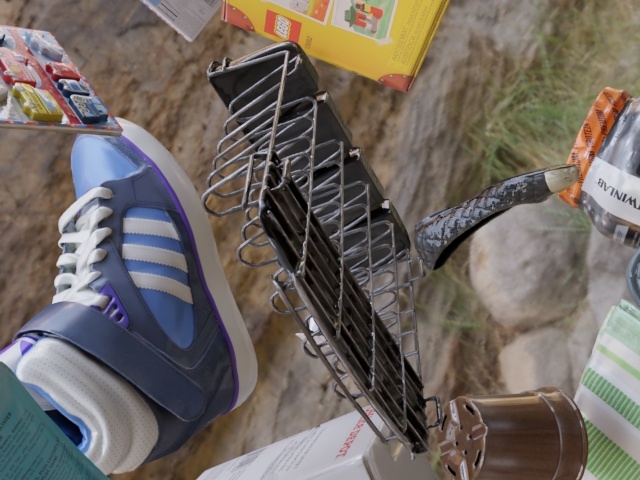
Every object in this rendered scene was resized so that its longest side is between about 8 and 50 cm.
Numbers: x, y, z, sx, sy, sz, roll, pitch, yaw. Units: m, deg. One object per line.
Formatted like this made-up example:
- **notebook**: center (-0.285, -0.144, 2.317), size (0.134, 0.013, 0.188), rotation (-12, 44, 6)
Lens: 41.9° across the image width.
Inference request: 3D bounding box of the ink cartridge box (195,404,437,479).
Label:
- **ink cartridge box**: center (-0.027, 0.287, 0.893), size (0.272, 0.114, 0.197), rotation (-26, 0, 17)

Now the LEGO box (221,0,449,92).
- **LEGO box**: center (0.053, -0.498, 1.326), size (0.500, 0.372, 0.193), rotation (112, -179, -67)

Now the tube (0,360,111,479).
- **tube**: center (-0.164, 0.149, 0.495), size (0.207, 0.052, 0.080), rotation (74, -146, -56)

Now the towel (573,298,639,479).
- **towel**: center (0.482, 0.284, 1.256), size (0.038, 0.248, 0.325), rotation (-8, -56, -32)

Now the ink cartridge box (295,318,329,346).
- **ink cartridge box**: center (0.020, 0.100, 0.946), size (0.048, 0.083, 0.028), rotation (44, -132, -53)

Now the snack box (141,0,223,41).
- **snack box**: center (-0.205, -0.322, 1.003), size (0.064, 0.178, 0.022), rotation (-52, 19, -3)

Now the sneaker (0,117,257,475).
- **sneaker**: center (-0.209, 0.045, 0.738), size (0.236, 0.323, 0.130), rotation (-19, -10, -47)

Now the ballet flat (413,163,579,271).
- **ballet flat**: center (0.159, -0.024, 0.756), size (0.173, 0.049, 0.057), rotation (-29, -12, 38)

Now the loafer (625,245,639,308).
- **loafer**: center (0.353, -0.027, 0.614), size (0.267, 0.096, 0.084), rotation (-34, -20, 24)

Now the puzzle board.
- **puzzle board**: center (-0.190, -0.105, 0.516), size (0.096, 0.128, 0.011), rotation (-1, -52, -43)

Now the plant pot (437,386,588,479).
- **plant pot**: center (0.272, 0.296, 1.226), size (0.167, 0.165, 0.167), rotation (-173, 90, -67)

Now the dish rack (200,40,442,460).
- **dish rack**: center (0.000, 0.000, 0.522), size (0.074, 0.208, 0.272), rotation (-26, 28, 16)

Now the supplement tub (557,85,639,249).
- **supplement tub**: center (0.489, -0.061, 1.047), size (0.207, 0.337, 0.207), rotation (-51, -25, -35)
